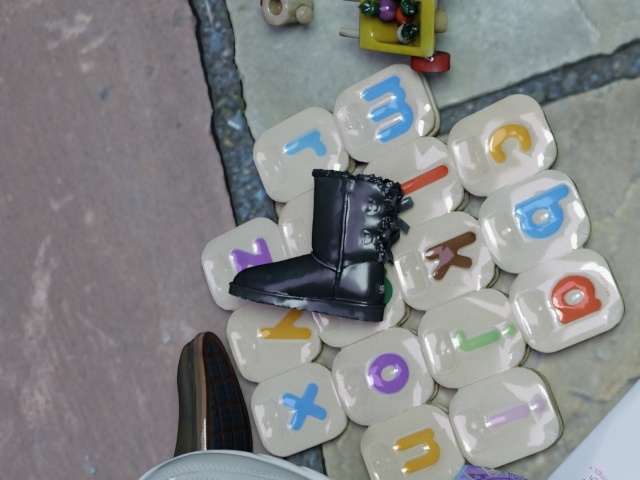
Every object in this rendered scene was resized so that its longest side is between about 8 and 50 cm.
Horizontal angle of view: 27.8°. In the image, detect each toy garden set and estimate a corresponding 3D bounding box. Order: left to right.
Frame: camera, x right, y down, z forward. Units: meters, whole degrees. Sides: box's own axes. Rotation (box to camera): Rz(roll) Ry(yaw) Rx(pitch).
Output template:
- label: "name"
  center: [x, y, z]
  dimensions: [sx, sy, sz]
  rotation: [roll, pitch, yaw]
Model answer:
- label: "toy garden set"
  center: [0.002, -0.228, 0.895]
  dimensions: [0.244, 0.049, 0.204]
  rotation: [13, 111, 35]

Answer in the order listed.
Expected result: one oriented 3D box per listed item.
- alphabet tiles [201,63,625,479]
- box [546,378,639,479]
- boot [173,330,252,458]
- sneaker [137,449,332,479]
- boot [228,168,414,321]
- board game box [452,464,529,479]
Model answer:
- label: "alphabet tiles"
  center: [0.055, 0.029, 0.900]
  dimensions: [0.278, 0.021, 0.284]
  rotation: [-26, 75, 22]
- label: "box"
  center: [0.305, 0.143, 0.724]
  dimensions: [0.262, 0.126, 0.231]
  rotation: [43, 102, 20]
- label: "boot"
  center: [-0.107, 0.178, 0.922]
  dimensions: [0.106, 0.082, 0.219]
  rotation: [-7, 85, 20]
- label: "sneaker"
  center: [0.004, 0.197, 0.661]
  dimensions: [0.281, 0.115, 0.105]
  rotation: [30, 97, 25]
- label: "boot"
  center: [-0.001, 0.000, 0.892]
  dimensions: [0.121, 0.045, 0.099]
  rotation: [8, 92, 18]
- label: "board game box"
  center: [0.132, 0.181, 0.771]
  dimensions: [0.133, 0.168, 0.033]
  rotation: [30, 117, 14]
